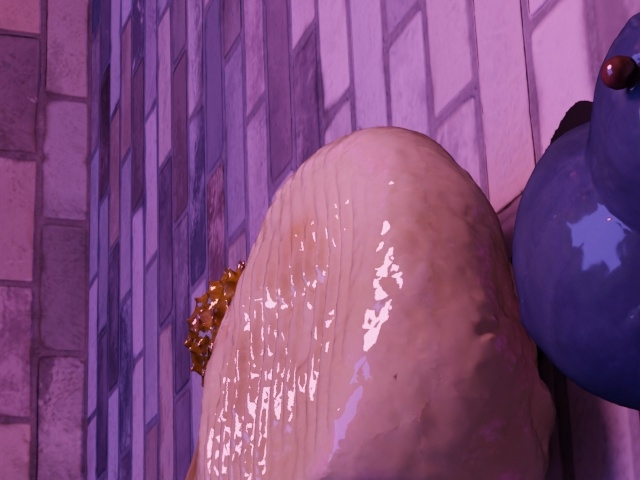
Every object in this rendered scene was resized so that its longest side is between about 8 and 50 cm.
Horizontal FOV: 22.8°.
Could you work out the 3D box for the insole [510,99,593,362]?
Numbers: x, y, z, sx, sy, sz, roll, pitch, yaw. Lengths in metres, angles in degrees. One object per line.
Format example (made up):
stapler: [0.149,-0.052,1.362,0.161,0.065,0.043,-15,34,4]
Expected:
insole: [0.161,0.056,1.208,0.119,0.009,0.348,-119,37,-62]

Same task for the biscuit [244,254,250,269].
biscuit: [-0.001,0.000,1.543,0.240,0.035,0.158,-35,49,38]

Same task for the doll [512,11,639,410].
doll: [0.205,-0.019,0.902,0.258,0.154,0.228,102,158,-43]

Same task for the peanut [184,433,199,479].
peanut: [-0.058,0.239,1.612,0.174,0.158,0.340,-25,-51,-72]

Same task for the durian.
durian: [-0.061,0.113,1.755,0.182,0.165,0.132,-57,-16,13]

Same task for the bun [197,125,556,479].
bun: [0.050,0.102,1.192,0.361,0.213,0.361,-44,35,43]
